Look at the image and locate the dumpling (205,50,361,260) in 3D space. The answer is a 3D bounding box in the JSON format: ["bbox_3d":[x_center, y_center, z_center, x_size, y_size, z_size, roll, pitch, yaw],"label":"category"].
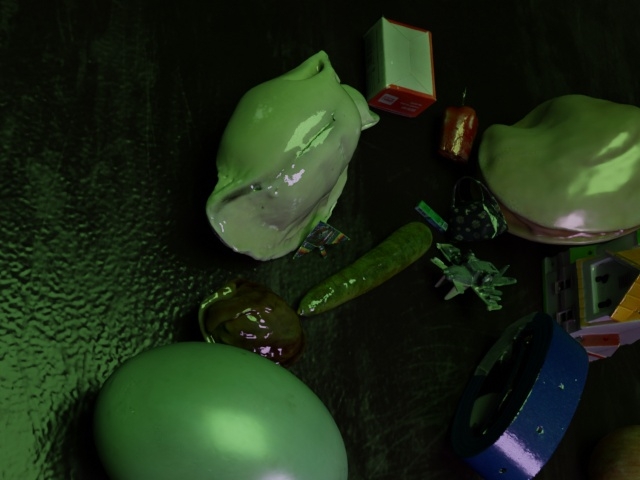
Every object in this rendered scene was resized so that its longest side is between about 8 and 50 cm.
[{"bbox_3d":[-0.042,-0.124,1.469,0.395,0.233,0.315,-58,138,-28],"label":"dumpling"}]

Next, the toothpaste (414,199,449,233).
[{"bbox_3d":[0.235,-0.050,1.746,0.083,0.017,0.020,41,56,-13],"label":"toothpaste"}]

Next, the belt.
[{"bbox_3d":[0.376,0.301,1.572,0.117,0.212,0.347,41,57,-12],"label":"belt"}]

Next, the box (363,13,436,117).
[{"bbox_3d":[0.167,-0.372,1.787,0.133,0.099,0.182,8,68,-28],"label":"box"}]

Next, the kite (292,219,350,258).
[{"bbox_3d":[0.000,0.000,1.540,0.122,0.004,0.090,-23,129,-18],"label":"kite"}]

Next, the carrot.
[{"bbox_3d":[0.087,0.058,1.569,0.358,0.074,0.074,-31,89,-37],"label":"carrot"}]

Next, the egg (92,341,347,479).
[{"bbox_3d":[-0.138,0.294,1.186,0.389,0.276,0.276,28,57,-18],"label":"egg"}]

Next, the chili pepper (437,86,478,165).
[{"bbox_3d":[0.308,-0.258,1.839,0.084,0.086,0.192,13,70,2],"label":"chili pepper"}]

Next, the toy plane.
[{"bbox_3d":[0.340,0.071,1.724,0.262,0.088,0.192,-4,45,-39],"label":"toy plane"}]

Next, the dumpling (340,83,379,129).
[{"bbox_3d":[0.027,-0.270,1.664,0.169,0.100,0.134,-19,44,-21],"label":"dumpling"}]

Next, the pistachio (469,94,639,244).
[{"bbox_3d":[0.547,-0.153,1.797,0.445,0.281,0.365,-4,54,-1],"label":"pistachio"}]

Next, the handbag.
[{"bbox_3d":[0.314,-0.067,1.722,0.072,0.115,0.139,-32,110,-44],"label":"handbag"}]

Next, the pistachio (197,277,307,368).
[{"bbox_3d":[-0.105,0.139,1.370,0.210,0.130,0.165,22,56,-34],"label":"pistachio"}]

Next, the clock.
[{"bbox_3d":[0.637,0.114,1.762,0.166,0.309,0.235,18,62,-26],"label":"clock"}]

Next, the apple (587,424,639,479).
[{"bbox_3d":[0.661,0.486,1.701,0.211,0.188,0.211,12,63,-25],"label":"apple"}]
